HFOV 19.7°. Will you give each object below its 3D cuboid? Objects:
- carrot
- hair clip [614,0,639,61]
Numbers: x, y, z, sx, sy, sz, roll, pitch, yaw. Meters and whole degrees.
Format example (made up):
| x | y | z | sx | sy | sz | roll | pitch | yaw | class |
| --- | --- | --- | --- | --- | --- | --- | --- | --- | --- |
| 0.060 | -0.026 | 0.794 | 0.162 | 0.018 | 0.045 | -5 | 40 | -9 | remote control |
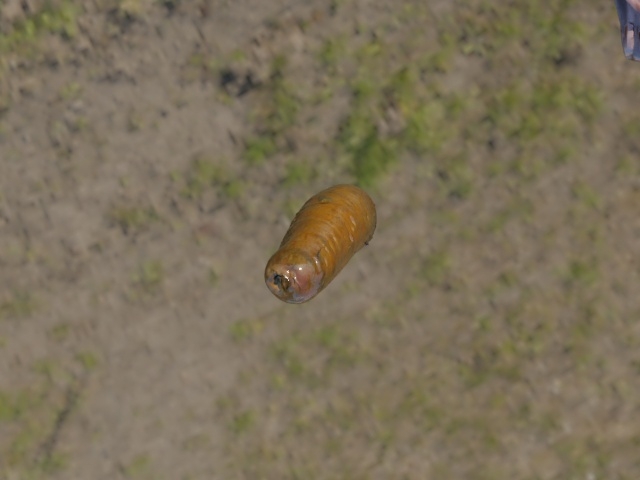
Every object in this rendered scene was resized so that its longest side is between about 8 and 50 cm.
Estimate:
| x | y | z | sx | sy | sz | roll | pitch | yaw | class |
| --- | --- | --- | --- | --- | --- | --- | --- | --- | --- |
| 0.000 | 0.000 | 1.400 | 0.060 | 0.060 | 0.186 | -47 | 180 | 23 | carrot |
| 0.355 | -0.247 | 1.884 | 0.102 | 0.123 | 0.138 | -4 | 134 | 19 | hair clip |
